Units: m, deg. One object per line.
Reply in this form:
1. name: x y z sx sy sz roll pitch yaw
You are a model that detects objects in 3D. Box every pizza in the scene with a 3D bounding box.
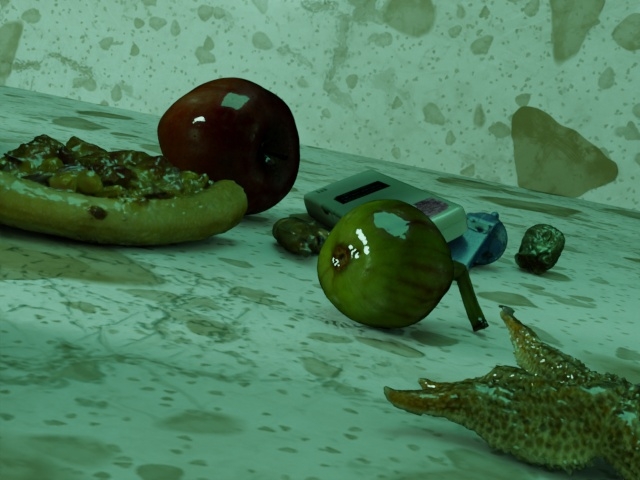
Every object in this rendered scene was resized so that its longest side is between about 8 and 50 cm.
1. pizza: -0.290 -0.064 1.354 0.409 0.114 0.278 8 15 -26

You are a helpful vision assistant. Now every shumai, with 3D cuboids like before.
1. shumai: 0.336 0.014 1.623 0.080 0.082 0.083 -2 -6 -44

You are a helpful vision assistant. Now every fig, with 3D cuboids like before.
1. fig: 0.095 0.026 1.114 0.186 0.142 0.148 -12 48 -32

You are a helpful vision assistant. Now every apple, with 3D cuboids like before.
1. apple: -0.143 -0.144 1.617 0.234 0.234 0.234 10 10 -2

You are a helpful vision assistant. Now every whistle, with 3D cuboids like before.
1. whistle: 0.237 0.009 1.572 0.090 0.090 0.158 16 51 31

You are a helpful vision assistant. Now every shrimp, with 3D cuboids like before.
1. shrimp: 0.000 -0.004 1.437 0.132 0.052 0.187 9 8 -7

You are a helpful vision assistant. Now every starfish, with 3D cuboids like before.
1. starfish: 0.212 0.131 0.827 0.293 0.084 0.301 19 17 35

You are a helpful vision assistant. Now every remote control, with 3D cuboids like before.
1. remote control: 0.096 -0.046 1.637 0.145 0.050 0.344 -21 21 -15
